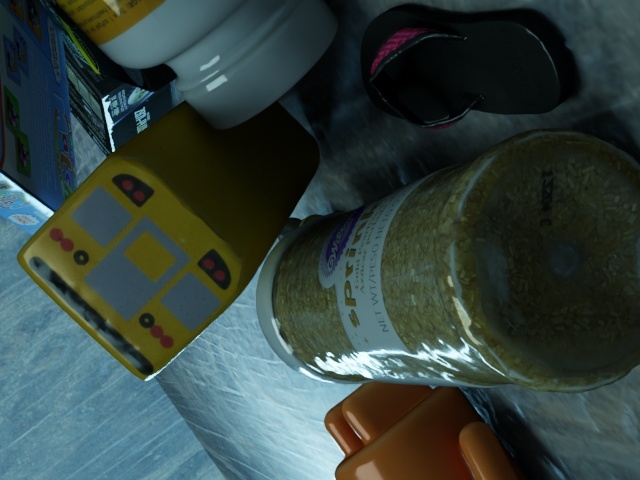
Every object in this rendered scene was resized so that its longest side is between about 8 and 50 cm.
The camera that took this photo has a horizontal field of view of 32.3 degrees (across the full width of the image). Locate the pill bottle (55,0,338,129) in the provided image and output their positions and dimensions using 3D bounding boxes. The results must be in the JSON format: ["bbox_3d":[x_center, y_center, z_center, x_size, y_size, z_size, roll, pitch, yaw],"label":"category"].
[{"bbox_3d":[-0.103,-0.185,0.620,0.246,0.136,0.136,48,166,-22],"label":"pill bottle"}]

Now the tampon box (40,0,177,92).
[{"bbox_3d":[-0.134,-0.188,0.785,0.161,0.101,0.120,25,146,58],"label":"tampon box"}]

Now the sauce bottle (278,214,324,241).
[{"bbox_3d":[0.000,0.000,0.889,0.042,0.042,0.128,61,160,-20],"label":"sauce bottle"}]

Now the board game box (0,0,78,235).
[{"bbox_3d":[-0.202,-0.099,0.700,0.211,0.039,0.160,69,-168,-78],"label":"board game box"}]

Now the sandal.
[{"bbox_3d":[0.059,-0.086,0.570,0.067,0.040,0.179,60,162,-18],"label":"sandal"}]

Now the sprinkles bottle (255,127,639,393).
[{"bbox_3d":[0.060,0.026,0.647,0.121,0.121,0.355,56,162,-5],"label":"sprinkles bottle"}]

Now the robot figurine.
[{"bbox_3d":[0.098,0.203,0.870,0.219,0.158,0.128,53,-158,6],"label":"robot figurine"}]

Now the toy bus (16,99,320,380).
[{"bbox_3d":[-0.086,-0.028,0.753,0.108,0.130,0.333,44,-161,-6],"label":"toy bus"}]

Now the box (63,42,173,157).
[{"bbox_3d":[-0.226,-0.186,1.076,0.180,0.077,0.147,50,163,14],"label":"box"}]
